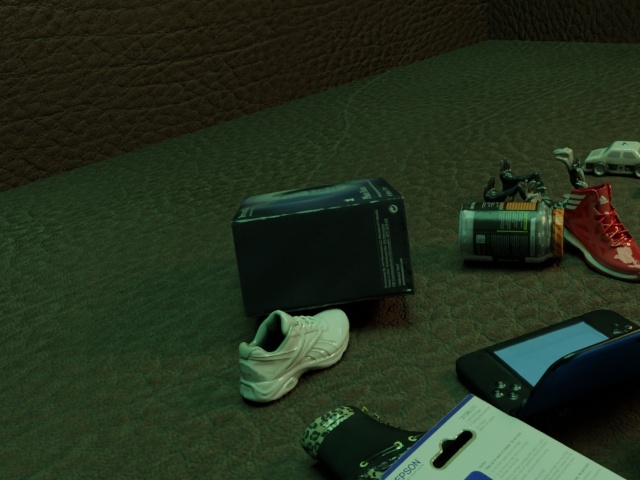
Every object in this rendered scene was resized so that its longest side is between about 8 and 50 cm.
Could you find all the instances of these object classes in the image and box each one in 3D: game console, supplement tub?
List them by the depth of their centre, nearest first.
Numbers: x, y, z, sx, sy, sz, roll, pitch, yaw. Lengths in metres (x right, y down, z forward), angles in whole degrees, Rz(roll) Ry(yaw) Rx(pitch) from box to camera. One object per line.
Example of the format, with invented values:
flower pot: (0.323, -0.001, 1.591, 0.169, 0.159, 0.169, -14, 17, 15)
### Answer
game console: (0.363, 0.130, 0.945, 0.293, 0.173, 0.250, -15, 25, -16)
supplement tub: (0.369, -0.016, 1.337, 0.190, 0.117, 0.117, 2, 26, 21)

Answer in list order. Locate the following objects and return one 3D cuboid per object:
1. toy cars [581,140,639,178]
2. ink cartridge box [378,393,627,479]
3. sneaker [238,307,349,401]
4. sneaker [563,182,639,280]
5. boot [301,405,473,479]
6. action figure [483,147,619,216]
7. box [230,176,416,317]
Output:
toy cars: (0.774, -0.173, 1.597, 0.176, 0.087, 0.394, -14, 24, -14)
ink cartridge box: (0.252, 0.298, 0.672, 0.371, 0.069, 0.175, 27, 42, 36)
sneaker: (-0.036, 0.153, 1.088, 0.090, 0.115, 0.232, 12, 31, 38)
sneaker: (0.525, -0.025, 1.272, 0.087, 0.128, 0.221, -19, 35, -21)
boot: (0.109, 0.250, 0.869, 0.236, 0.085, 0.178, -19, 23, -27)
action figure: (0.486, -0.105, 1.472, 0.275, 0.141, 0.164, 17, 49, 44)
box: (0.000, 0.000, 1.278, 0.293, 0.183, 0.296, -9, 11, -1)
